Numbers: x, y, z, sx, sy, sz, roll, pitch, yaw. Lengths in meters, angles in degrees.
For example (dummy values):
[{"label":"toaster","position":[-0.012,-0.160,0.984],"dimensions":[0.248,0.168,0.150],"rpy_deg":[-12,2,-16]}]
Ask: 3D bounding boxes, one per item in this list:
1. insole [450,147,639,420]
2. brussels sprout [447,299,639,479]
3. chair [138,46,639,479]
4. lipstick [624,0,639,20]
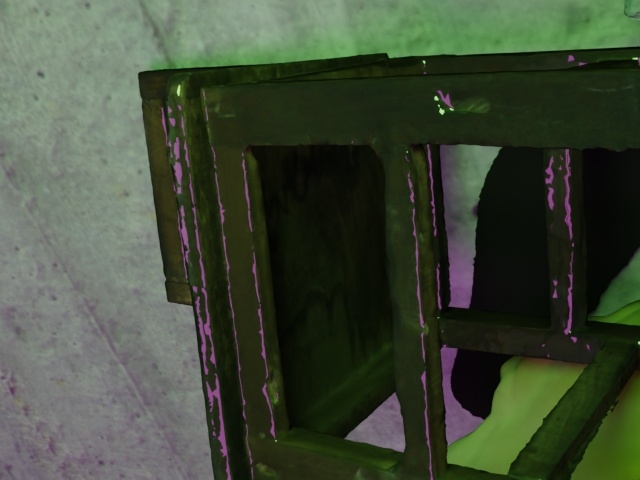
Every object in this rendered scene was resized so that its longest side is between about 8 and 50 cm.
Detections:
[{"label":"insole","position":[0.152,0.027,0.677],"dimensions":[0.109,0.007,0.322],"rpy_deg":[20,134,14]},{"label":"brussels sprout","position":[0.241,0.197,0.602],"dimensions":[0.344,0.344,0.268],"rpy_deg":[-7,150,32]},{"label":"chair","position":[0.000,0.000,0.516],"dimensions":[0.416,0.240,0.203],"rpy_deg":[3,108,32]},{"label":"lipstick","position":[0.284,-0.124,0.429],"dimensions":[0.289,0.077,0.076],"rpy_deg":[10,131,21]}]
